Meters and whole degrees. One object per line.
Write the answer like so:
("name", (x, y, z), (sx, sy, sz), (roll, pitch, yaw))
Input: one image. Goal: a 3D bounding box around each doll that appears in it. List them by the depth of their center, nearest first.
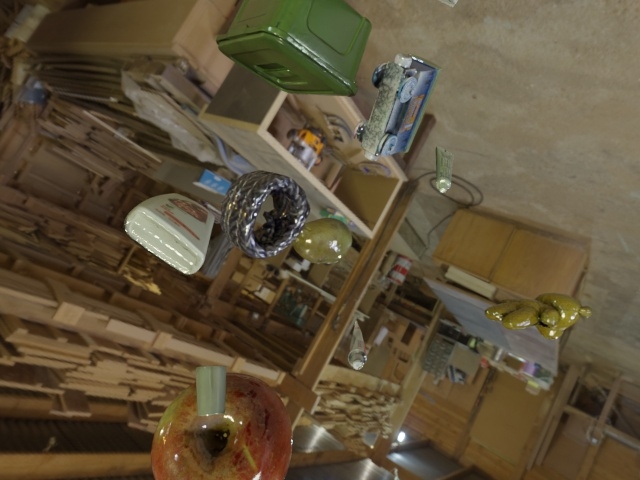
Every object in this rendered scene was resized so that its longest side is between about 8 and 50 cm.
("doll", (0.442, 0.161, 0.871), (0.209, 0.097, 0.137), (-4, 180, -17))

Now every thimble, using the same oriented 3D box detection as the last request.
("thimble", (-0.070, -0.034, 0.523), (0.066, 0.104, 0.095), (24, 149, 47))

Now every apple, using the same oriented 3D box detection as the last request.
("apple", (-0.234, 0.506, 1.045), (0.348, 0.348, 0.277), (27, 142, 12))

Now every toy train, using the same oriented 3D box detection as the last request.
("toy train", (0.217, -0.372, 1.196), (0.131, 0.202, 0.300), (39, 132, 24))

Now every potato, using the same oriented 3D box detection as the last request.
("potato", (0.000, 0.000, 1.619), (0.251, 0.174, 0.159), (1, 166, -32))

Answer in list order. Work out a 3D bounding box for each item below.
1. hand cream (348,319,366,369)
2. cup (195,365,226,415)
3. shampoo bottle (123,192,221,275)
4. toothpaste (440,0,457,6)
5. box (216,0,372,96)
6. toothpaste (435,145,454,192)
("hand cream", (0.078, 0.235, 0.931), (0.038, 0.052, 0.216), (40, -174, 0))
("cup", (-0.206, 0.273, 0.768), (0.075, 0.083, 0.054), (-16, 157, 26))
("shampoo bottle", (-0.263, -0.037, 0.841), (0.153, 0.071, 0.284), (36, -164, -9))
("toothpaste", (0.264, -0.510, 0.738), (0.314, 0.056, 0.058), (-178, 63, -83))
("box", (-0.060, -0.454, 0.947), (0.253, 0.178, 0.328), (19, -175, -38))
("toothpaste", (0.275, -0.158, 0.937), (0.048, 0.197, 0.029), (26, 129, -2))
